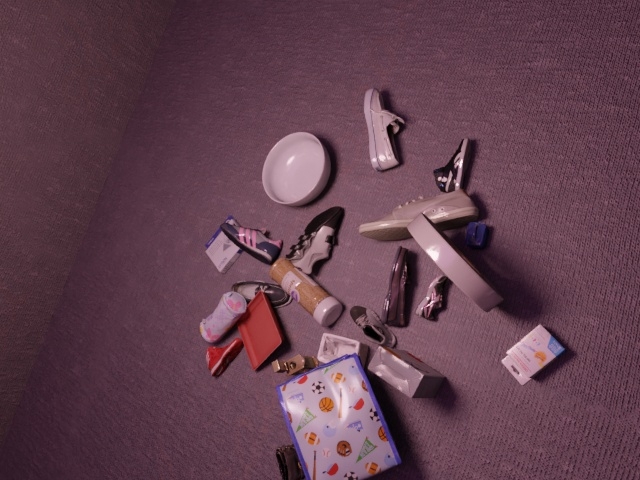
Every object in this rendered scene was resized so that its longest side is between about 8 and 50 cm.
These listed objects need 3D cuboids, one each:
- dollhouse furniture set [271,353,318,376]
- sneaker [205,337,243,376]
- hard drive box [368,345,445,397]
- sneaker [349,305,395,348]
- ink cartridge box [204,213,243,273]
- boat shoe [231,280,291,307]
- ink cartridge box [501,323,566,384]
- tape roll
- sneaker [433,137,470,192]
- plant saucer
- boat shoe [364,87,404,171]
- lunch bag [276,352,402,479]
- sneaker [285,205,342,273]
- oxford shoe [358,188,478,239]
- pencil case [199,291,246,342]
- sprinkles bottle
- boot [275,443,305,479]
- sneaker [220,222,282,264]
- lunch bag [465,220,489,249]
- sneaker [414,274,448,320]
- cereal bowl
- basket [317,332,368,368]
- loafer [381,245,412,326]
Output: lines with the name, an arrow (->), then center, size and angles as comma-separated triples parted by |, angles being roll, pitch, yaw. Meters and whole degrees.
dollhouse furniture set -> -0.078, 0.538, 1.896 | 0.101, 0.182, 0.161 | -33, 60, 20
sneaker -> -0.455, 0.501, 2.204 | 0.221, 0.087, 0.128 | -50, 58, 8
hard drive box -> 0.298, 0.453, 1.656 | 0.181, 0.232, 0.089 | 29, 91, 34
sneaker -> 0.179, 0.317, 1.832 | 0.228, 0.132, 0.086 | 38, 97, 34
ink cartridge box -> -0.470, 0.009, 2.385 | 0.223, 0.045, 0.224 | -50, 56, 10
boat shoe -> -0.268, 0.238, 2.161 | 0.302, 0.091, 0.114 | -3, 74, 31
ink cartridge box -> 0.676, 0.368, 1.547 | 0.181, 0.061, 0.104 | -46, 57, 13
tape roll -> 0.442, 0.069, 1.589 | 0.072, 0.392, 0.392 | -44, 58, 13
sneaker -> 0.496, -0.290, 1.848 | 0.121, 0.079, 0.217 | 8, 82, 32
plant saucer -> -0.257, 0.389, 2.095 | 0.259, 0.047, 0.258 | -49, 54, 35
boat shoe -> 0.280, -0.478, 2.008 | 0.156, 0.136, 0.367 | -11, 73, 29
lunch bag -> 0.056, 0.625, 1.679 | 0.327, 0.239, 0.386 | -23, 78, -4
sneaker -> 0.000, 0.000, 2.065 | 0.330, 0.146, 0.122 | -50, 27, -16
oxford shoe -> 0.361, -0.094, 1.825 | 0.449, 0.169, 0.130 | -13, 72, 21
pencil case -> -0.441, 0.346, 2.182 | 0.124, 0.113, 0.273 | 51, 123, 12
sprinkles bottle -> -0.066, 0.210, 2.026 | 0.355, 0.121, 0.121 | 38, 97, 35
boot -> -0.068, 0.758, 1.787 | 0.091, 0.229, 0.263 | -36, 59, 39
sneaker -> -0.320, -0.014, 2.248 | 0.319, 0.112, 0.131 | 32, 68, 18
lunch bag -> 0.563, -0.021, 1.734 | 0.067, 0.065, 0.098 | 7, 80, 33
sneaker -> 0.423, 0.212, 1.761 | 0.077, 0.072, 0.178 | 32, 102, 23
cereal bowl -> -0.091, -0.307, 2.185 | 0.339, 0.141, 0.339 | -10, 71, 30
basket -> 0.091, 0.432, 1.871 | 0.167, 0.103, 0.113 | 8, 80, 33
loafer -> 0.305, 0.177, 1.829 | 0.095, 0.109, 0.303 | 13, 89, 15
